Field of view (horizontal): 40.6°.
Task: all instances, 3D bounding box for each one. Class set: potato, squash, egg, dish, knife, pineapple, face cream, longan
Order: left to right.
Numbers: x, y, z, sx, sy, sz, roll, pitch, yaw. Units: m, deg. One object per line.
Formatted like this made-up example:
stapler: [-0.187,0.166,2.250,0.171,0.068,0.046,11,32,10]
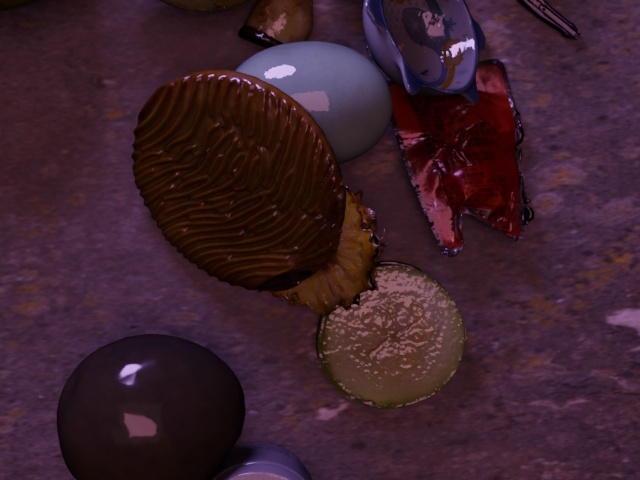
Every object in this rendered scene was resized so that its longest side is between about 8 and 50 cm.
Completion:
longan: [-0.223,0.241,1.158,0.249,0.248,0.248,0,94,-5]
face cream: [-0.089,0.385,1.207,0.178,0.153,0.177,0,93,-6]
potato: [-0.053,-0.316,1.201,0.096,0.066,0.103,19,90,-9]
egg: [-0.017,-0.182,1.161,0.231,0.168,0.167,0,94,-6]
pineapple: [0.000,0.000,1.195,0.225,0.076,0.224,8,108,24]
squash: [0.102,0.141,1.259,0.219,0.041,0.219,0,95,-4]
dish: [0.120,-0.271,1.181,0.236,0.086,0.227,27,60,-36]
knife: [0.330,-0.333,1.255,0.121,0.018,0.031,36,92,-8]

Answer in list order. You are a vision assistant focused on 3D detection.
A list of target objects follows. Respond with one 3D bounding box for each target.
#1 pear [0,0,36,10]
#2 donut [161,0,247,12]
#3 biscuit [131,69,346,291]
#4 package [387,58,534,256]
pear: [-0.419,-0.422,1.063,0.284,0.283,0.283,0,94,-5]
donut: [-0.155,-0.412,1.100,0.272,0.107,0.272,-7,129,-9]
biscuit: [-0.114,-0.071,1.134,0.318,0.040,0.317,13,122,21]
package: [0.207,-0.119,1.237,0.194,0.071,0.269,-12,92,-18]
